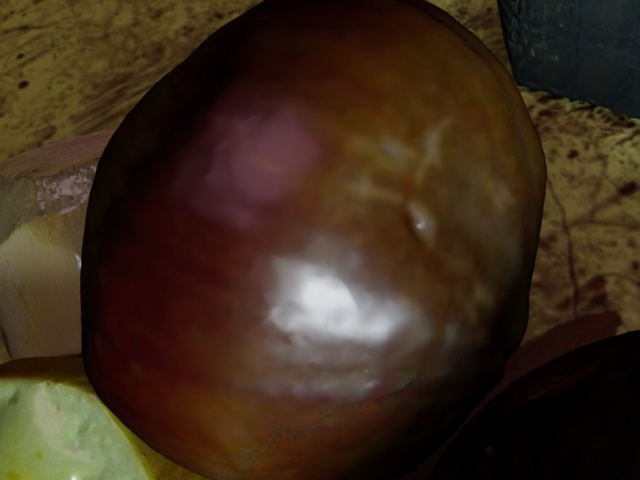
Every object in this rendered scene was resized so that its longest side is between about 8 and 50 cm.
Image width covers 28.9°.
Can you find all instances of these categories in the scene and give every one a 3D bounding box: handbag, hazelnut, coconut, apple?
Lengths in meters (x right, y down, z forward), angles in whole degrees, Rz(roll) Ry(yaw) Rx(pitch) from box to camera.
[{"bbox_3d":[0.227,-0.166,0.856,0.270,0.175,0.089,23,63,25],"label":"handbag"},{"bbox_3d":[0.000,0.000,0.595,0.217,0.217,0.251,21,85,22],"label":"hazelnut"},{"bbox_3d":[-0.148,0.014,0.808,0.147,0.153,0.147,-12,19,4],"label":"coconut"},{"bbox_3d":[-0.136,0.158,0.687,0.195,0.160,0.173,-7,67,17],"label":"apple"}]

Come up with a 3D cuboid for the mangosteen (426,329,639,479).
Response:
[{"bbox_3d":[0.201,0.185,0.552,0.359,0.306,0.306,-3,45,-37],"label":"mangosteen"}]
